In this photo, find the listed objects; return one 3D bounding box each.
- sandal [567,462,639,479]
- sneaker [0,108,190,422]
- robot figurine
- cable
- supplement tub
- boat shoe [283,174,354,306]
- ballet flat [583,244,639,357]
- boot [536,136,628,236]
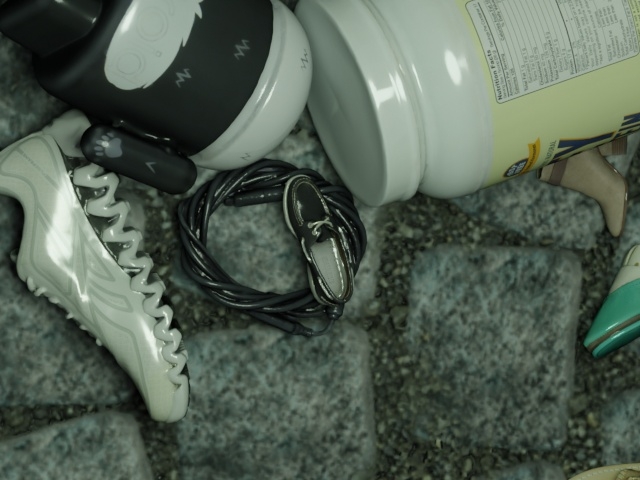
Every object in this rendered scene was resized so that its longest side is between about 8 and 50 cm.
[{"bbox_3d":[0.324,0.250,1.914,0.240,0.079,0.088,-13,77,-18],"label":"sandal"},{"bbox_3d":[-0.202,0.034,1.750,0.118,0.110,0.292,-24,91,-7],"label":"sneaker"},{"bbox_3d":[-0.139,-0.170,1.705,0.278,0.173,0.209,26,103,-31],"label":"robot figurine"},{"bbox_3d":[-0.045,-0.002,1.818,0.184,0.047,0.150,26,85,-16],"label":"cable"},{"bbox_3d":[0.161,-0.175,1.776,0.325,0.235,0.235,-20,98,-15],"label":"supplement tub"},{"bbox_3d":[0.000,0.000,1.795,0.046,0.038,0.125,-15,95,-22],"label":"boat shoe"},{"bbox_3d":[0.349,0.033,1.932,0.247,0.083,0.087,-23,74,-15],"label":"ballet flat"},{"bbox_3d":[0.254,-0.063,1.914,0.087,0.042,0.118,0,91,-11],"label":"boot"}]
